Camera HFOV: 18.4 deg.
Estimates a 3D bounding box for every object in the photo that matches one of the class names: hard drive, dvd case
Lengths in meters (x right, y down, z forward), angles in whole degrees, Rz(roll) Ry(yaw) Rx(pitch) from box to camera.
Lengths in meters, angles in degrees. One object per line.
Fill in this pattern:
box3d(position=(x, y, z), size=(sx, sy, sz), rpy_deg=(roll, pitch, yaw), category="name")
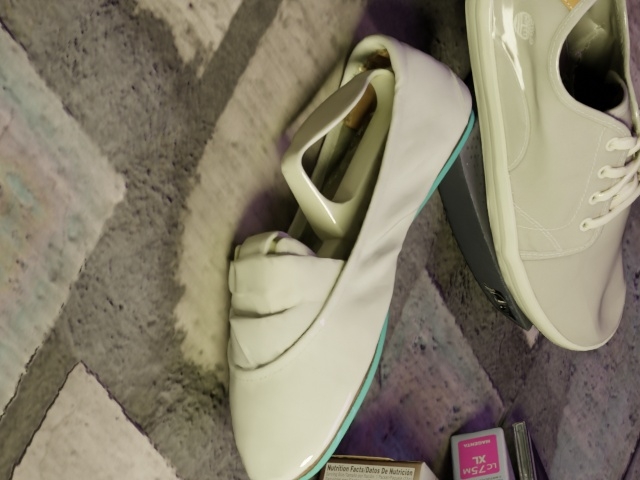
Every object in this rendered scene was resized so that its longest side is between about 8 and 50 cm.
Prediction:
box3d(position=(0.180, -0.054, 1.873), size=(0.172, 0.054, 0.254), rpy_deg=(-57, 141, -30), category="hard drive")
box3d(position=(0.235, 0.310, 2.026), size=(0.221, 0.018, 0.164), rpy_deg=(64, 17, -50), category="dvd case")

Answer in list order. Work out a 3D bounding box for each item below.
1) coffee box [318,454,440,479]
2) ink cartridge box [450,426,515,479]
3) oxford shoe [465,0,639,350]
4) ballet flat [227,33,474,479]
box3d(position=(0.046, 0.325, 1.693), size=(0.141, 0.098, 0.246), rpy_deg=(54, 42, -54), category="coffee box")
box3d(position=(0.171, 0.345, 1.841), size=(0.311, 0.065, 0.186), rpy_deg=(-93, 169, -55), category="ink cartridge box")
box3d(position=(0.234, -0.074, 1.782), size=(0.169, 0.130, 0.449), rpy_deg=(-49, 138, -40), category="oxford shoe")
box3d(position=(0.000, 0.000, 1.566), size=(0.400, 0.139, 0.139), rpy_deg=(-65, 146, -28), category="ballet flat")
